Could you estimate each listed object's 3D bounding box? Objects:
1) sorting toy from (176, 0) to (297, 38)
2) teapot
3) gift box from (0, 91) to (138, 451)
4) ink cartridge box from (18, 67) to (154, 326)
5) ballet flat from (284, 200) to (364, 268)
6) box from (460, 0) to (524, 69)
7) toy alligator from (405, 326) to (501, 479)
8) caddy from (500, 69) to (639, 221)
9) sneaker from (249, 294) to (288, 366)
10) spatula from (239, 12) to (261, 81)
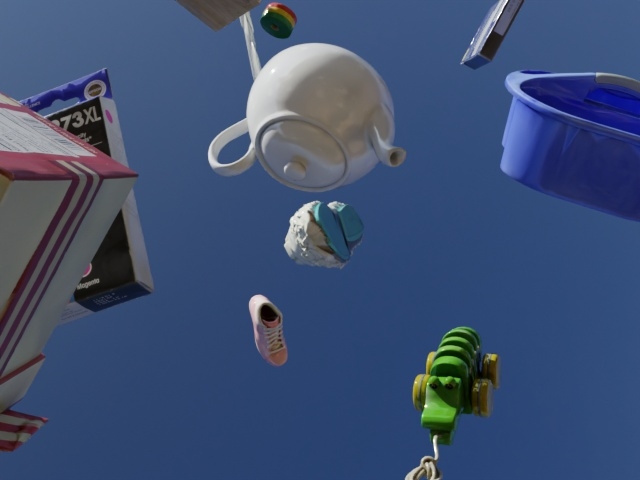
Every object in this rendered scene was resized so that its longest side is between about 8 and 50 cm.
[{"bbox_3d":[-0.161,-0.360,0.924,0.274,0.132,0.046,33,-110,-29],"label":"sorting toy"},{"bbox_3d":[-0.018,-0.164,1.078,0.252,0.256,0.187,30,-127,-9],"label":"teapot"},{"bbox_3d":[-0.295,0.015,0.486,0.255,0.276,0.258,31,-85,4],"label":"gift box"},{"bbox_3d":[-0.351,-0.074,0.950,0.175,0.069,0.371,-19,-114,4],"label":"ink cartridge box"},{"bbox_3d":[0.000,0.000,1.457,0.146,0.409,0.147,1,-87,13],"label":"ballet flat"},{"bbox_3d":[0.344,-0.419,1.400,0.036,0.225,0.137,27,-81,-3],"label":"box"},{"bbox_3d":[0.096,0.109,0.517,0.189,0.056,0.052,-40,-56,-59],"label":"toy alligator"},{"bbox_3d":[0.447,-0.173,1.101,0.341,0.179,0.241,18,-150,6],"label":"caddy"},{"bbox_3d":[-0.087,0.163,1.219,0.050,0.070,0.135,-20,-83,-18],"label":"sneaker"},{"bbox_3d":[-0.114,-0.319,1.249,0.019,0.242,0.168,-17,-114,-4],"label":"spatula"}]
